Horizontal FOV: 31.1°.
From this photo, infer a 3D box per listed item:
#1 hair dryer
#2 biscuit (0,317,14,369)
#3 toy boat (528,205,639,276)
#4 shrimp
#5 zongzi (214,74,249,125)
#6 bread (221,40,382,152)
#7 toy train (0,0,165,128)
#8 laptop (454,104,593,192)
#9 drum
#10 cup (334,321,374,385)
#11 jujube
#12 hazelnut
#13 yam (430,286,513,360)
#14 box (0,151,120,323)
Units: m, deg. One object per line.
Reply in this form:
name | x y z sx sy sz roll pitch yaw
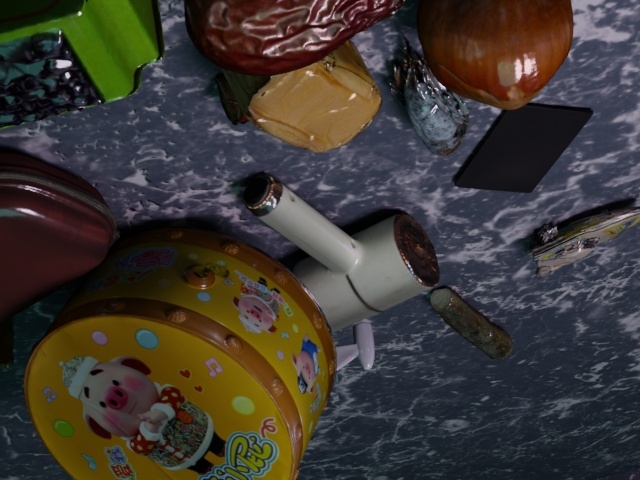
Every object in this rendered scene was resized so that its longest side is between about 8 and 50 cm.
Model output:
hair dryer | 0.000 0.000 1.694 0.203 0.128 0.362 -26 140 27
biscuit | -0.577 0.145 1.721 0.231 0.131 0.025 -3 146 -11
toy boat | 0.431 -0.009 1.856 0.210 0.066 0.084 -26 148 24
shrimp | 0.140 -0.185 1.451 0.090 0.079 0.233 18 158 31
zongzi | -0.083 -0.176 1.425 0.073 0.067 0.083 -30 166 10
bread | -0.022 -0.189 1.351 0.132 0.114 0.190 -37 151 23
toy train | -0.293 -0.232 1.047 0.307 0.248 0.173 -14 153 4
laptop | 0.287 -0.132 1.649 0.135 0.016 0.197 3 146 -21
drum | -0.199 0.208 1.674 0.431 0.214 0.431 9 125 13
cup | -0.060 0.156 1.865 0.300 0.173 0.167 0 150 -13
jujube | -0.026 -0.257 1.186 0.236 0.168 0.168 -12 150 -2
hazelnut | 0.199 -0.234 1.291 0.182 0.182 0.182 -8 150 -5
yam | 0.275 0.153 2.093 0.061 0.061 0.274 -24 147 21
box | -0.473 0.018 1.554 0.404 0.108 0.263 -28 147 27
